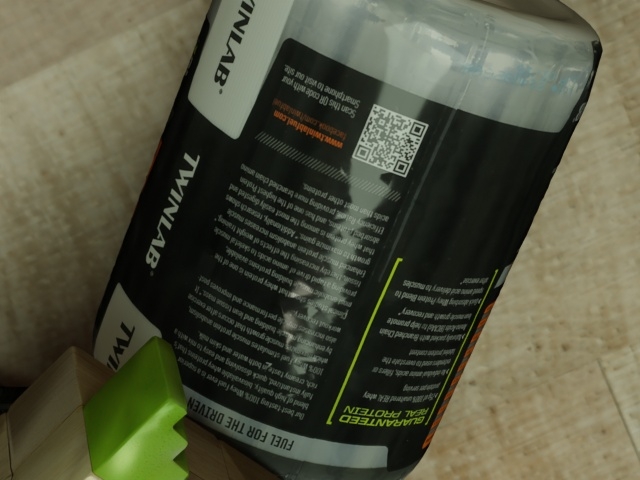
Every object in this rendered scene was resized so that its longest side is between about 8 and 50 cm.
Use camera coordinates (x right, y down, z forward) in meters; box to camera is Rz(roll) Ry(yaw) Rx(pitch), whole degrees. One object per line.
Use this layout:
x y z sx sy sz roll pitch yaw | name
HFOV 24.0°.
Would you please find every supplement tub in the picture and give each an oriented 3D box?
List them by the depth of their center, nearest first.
0.000 0.000 0.840 0.207 0.207 0.338 18 109 -13 | supplement tub

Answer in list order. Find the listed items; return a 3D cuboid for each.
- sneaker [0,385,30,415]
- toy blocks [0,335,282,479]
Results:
-0.251 0.095 0.929 0.178 0.072 0.077 -2 102 -12 | sneaker
-0.115 0.237 0.756 0.381 0.191 0.261 -45 121 13 | toy blocks
